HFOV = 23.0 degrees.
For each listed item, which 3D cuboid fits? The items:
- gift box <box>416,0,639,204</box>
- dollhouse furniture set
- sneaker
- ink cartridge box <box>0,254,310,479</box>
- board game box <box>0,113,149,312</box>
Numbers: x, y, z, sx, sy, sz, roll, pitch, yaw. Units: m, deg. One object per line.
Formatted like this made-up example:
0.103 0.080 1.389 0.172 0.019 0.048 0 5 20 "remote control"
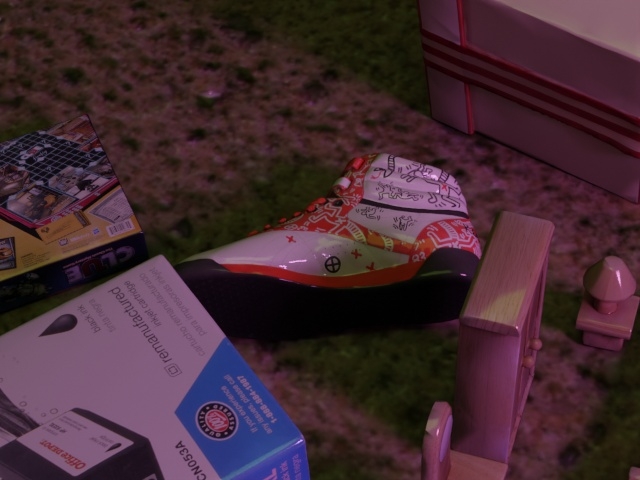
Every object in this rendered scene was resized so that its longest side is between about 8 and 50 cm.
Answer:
0.237 -0.226 1.425 0.258 0.255 0.276 26 62 21 "gift box"
0.278 0.123 1.157 0.355 0.174 0.303 13 47 14 "dollhouse furniture set"
0.001 0.001 1.353 0.270 0.090 0.145 -2 49 -3 "sneaker"
-0.192 0.181 1.185 0.307 0.129 0.223 -28 54 -18 "ink cartridge box"
-0.295 -0.011 1.410 0.243 0.042 0.165 -20 51 -12 "board game box"
